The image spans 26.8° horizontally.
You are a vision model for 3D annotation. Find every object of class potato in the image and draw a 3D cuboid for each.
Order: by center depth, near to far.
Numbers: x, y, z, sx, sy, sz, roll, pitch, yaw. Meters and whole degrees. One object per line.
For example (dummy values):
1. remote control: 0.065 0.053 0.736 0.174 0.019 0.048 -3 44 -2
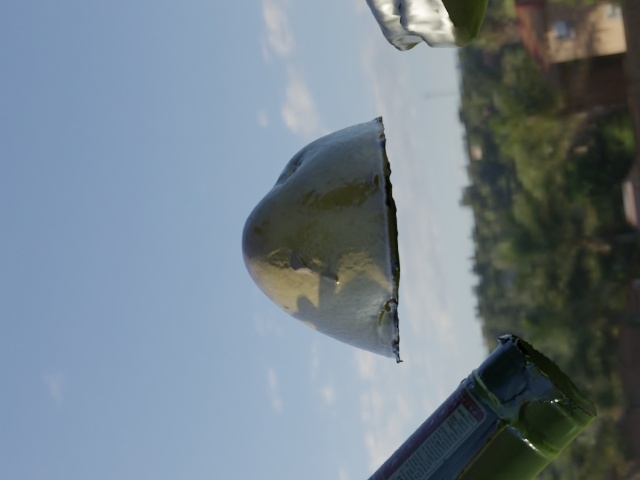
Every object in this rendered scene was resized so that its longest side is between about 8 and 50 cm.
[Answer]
1. potato: 0.000 0.000 0.999 0.202 0.117 0.182 -88 -4 -80

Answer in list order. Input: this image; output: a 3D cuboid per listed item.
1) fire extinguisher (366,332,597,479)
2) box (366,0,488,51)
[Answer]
1. fire extinguisher: 0.075 0.202 1.021 0.093 0.294 0.118 42 -171 -7
2. box: 0.029 -0.316 0.685 0.359 0.091 0.350 51 -142 -57
